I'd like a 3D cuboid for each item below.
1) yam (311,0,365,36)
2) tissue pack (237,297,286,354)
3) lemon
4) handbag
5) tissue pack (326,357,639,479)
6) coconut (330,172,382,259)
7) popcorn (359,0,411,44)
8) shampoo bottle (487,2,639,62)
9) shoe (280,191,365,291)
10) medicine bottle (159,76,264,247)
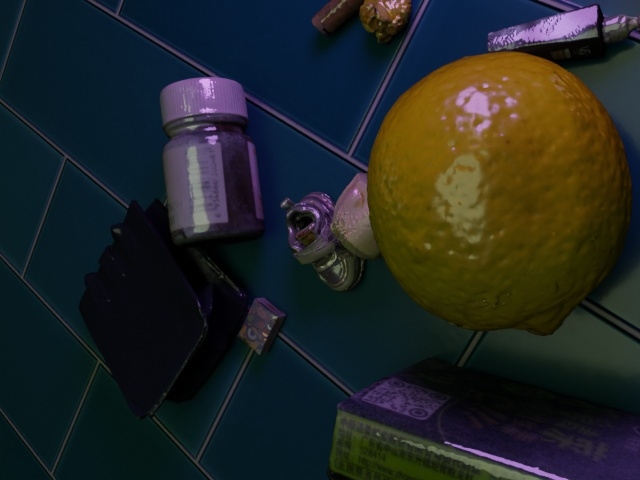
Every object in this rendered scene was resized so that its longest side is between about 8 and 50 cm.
[{"bbox_3d":[0.093,-0.421,1.003,0.264,0.046,0.046,-35,72,27],"label":"yam"},{"bbox_3d":[-0.106,0.152,1.137,0.063,0.035,0.083,34,108,29],"label":"tissue pack"},{"bbox_3d":[0.208,-0.056,0.779,0.336,0.336,0.336,0,90,32],"label":"lemon"},{"bbox_3d":[-0.314,0.122,1.216,0.329,0.122,0.303,48,120,25],"label":"handbag"},{"bbox_3d":[0.246,0.262,0.767,0.394,0.288,0.124,10,98,32],"label":"tissue pack"},{"bbox_3d":[0.084,-0.042,0.973,0.116,0.116,0.122,49,115,23],"label":"coconut"},{"bbox_3d":[0.103,-0.344,0.996,0.084,0.084,0.084,0,90,32],"label":"popcorn"},{"bbox_3d":[0.331,-0.274,0.847,0.207,0.057,0.063,-2,81,31],"label":"shampoo bottle"},{"bbox_3d":[0.000,0.000,1.036,0.089,0.092,0.180,-34,73,27],"label":"shoe"},{"bbox_3d":[-0.192,-0.131,1.116,0.165,0.165,0.273,-11,83,32],"label":"medicine bottle"}]
